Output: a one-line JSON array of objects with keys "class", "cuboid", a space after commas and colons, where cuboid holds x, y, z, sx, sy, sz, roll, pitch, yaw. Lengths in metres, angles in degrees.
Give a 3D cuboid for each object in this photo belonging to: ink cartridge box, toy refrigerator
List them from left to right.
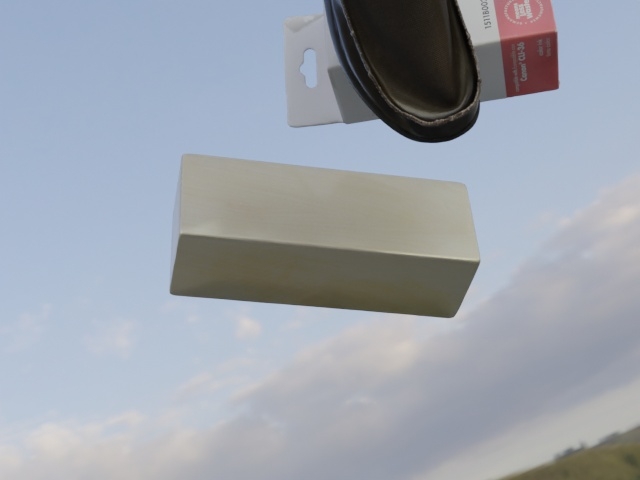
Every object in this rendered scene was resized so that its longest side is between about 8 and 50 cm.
[{"class": "toy refrigerator", "cuboid": [0.000, 0.000, 1.055, 0.269, 0.102, 0.094, 5, -43, -11]}, {"class": "ink cartridge box", "cuboid": [0.064, -0.155, 0.823, 0.198, 0.115, 0.067, -9, -33, 8]}]

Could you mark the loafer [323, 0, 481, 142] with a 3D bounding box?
[{"class": "loafer", "cuboid": [0.038, -0.162, 0.703, 0.080, 0.220, 0.078, -27, 5, -8]}]
